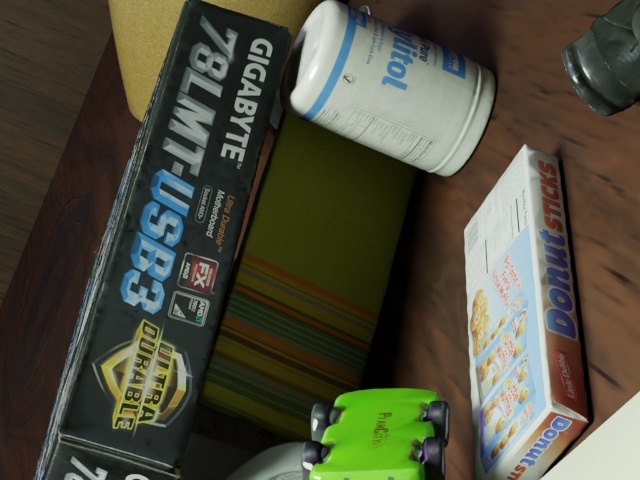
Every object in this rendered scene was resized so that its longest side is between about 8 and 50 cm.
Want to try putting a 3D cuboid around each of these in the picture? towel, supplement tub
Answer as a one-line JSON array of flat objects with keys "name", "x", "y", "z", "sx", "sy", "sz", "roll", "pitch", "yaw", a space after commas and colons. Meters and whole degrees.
[{"name": "towel", "x": 0.000, "y": 0.000, "z": 0.992, "sx": 0.021, "sy": 0.102, "sz": 0.237, "roll": -14, "pitch": 55, "yaw": 54}, {"name": "supplement tub", "x": 0.037, "y": -0.086, "z": 0.967, "sx": 0.071, "sy": 0.107, "sz": 0.071, "roll": -159, "pitch": 90, "yaw": -74}]

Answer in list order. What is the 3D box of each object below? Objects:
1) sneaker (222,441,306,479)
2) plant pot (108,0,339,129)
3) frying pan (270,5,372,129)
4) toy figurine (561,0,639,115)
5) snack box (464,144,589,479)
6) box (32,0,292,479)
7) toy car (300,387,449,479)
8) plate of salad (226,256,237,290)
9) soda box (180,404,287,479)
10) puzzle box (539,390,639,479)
[{"name": "sneaker", "x": -0.059, "y": 0.195, "z": 0.945, "sx": 0.258, "sy": 0.094, "sz": 0.091, "roll": -61, "pitch": 22, "yaw": 29}, {"name": "plant pot", "x": -0.081, "y": -0.217, "z": 1.372, "sx": 0.237, "sy": 0.237, "sz": 0.254, "roll": -106, "pitch": 26, "yaw": -65}, {"name": "frying pan", "x": -0.010, "y": -0.048, "z": 1.186, "sx": 0.326, "sy": 0.053, "sz": 0.197, "roll": 143, "pitch": 147, "yaw": -74}, {"name": "toy figurine", "x": 0.108, "y": -0.179, "z": 0.666, "sx": 0.148, "sy": 0.210, "sz": 0.213, "roll": -39, "pitch": 33, "yaw": 50}, {"name": "snack box", "x": 0.092, "y": 0.034, "z": 0.784, "sx": 0.064, "sy": 0.022, "sz": 0.178, "roll": -56, "pitch": 20, "yaw": 37}, {"name": "box", "x": -0.110, "y": 0.059, "z": 0.994, "sx": 0.293, "sy": 0.073, "sz": 0.295, "roll": 116, "pitch": 168, "yaw": -54}, {"name": "toy car", "x": 0.020, "y": 0.121, "z": 0.684, "sx": 0.225, "sy": 0.239, "sz": 0.053, "roll": -63, "pitch": -30, "yaw": -71}, {"name": "plate of salad", "x": -0.075, "y": 0.099, "z": 1.198, "sx": 0.200, "sy": 0.048, "sz": 0.199, "roll": 20, "pitch": -90, "yaw": -84}, {"name": "soda box", "x": -0.098, "y": 0.206, "z": 1.100, "sx": 0.216, "sy": 0.074, "sz": 0.069, "roll": -63, "pitch": 17, "yaw": 18}, {"name": "puzzle box", "x": 0.095, "y": 0.152, "z": 0.406, "sx": 0.409, "sy": 0.052, "sz": 0.272, "roll": -47, "pitch": 25, "yaw": 25}]
